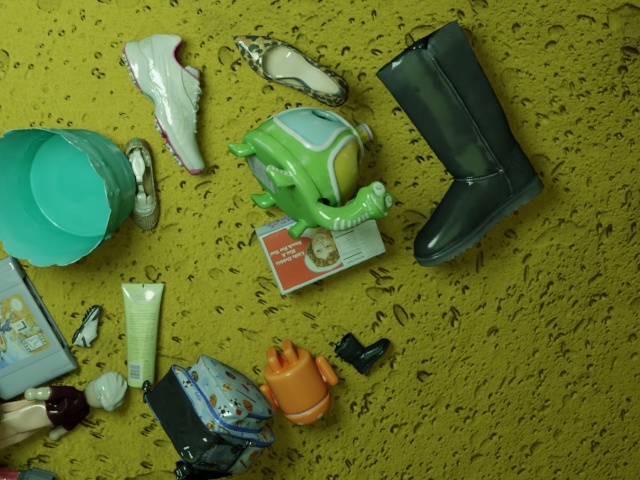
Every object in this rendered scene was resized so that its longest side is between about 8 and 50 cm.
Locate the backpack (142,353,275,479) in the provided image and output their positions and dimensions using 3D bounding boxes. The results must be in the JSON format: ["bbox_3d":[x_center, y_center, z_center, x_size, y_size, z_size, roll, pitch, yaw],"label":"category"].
[{"bbox_3d":[-0.232,0.401,1.459,0.213,0.276,0.263,-41,140,2],"label":"backpack"}]

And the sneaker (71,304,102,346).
[{"bbox_3d":[-0.524,0.195,1.469,0.044,0.040,0.109,27,100,-32],"label":"sneaker"}]

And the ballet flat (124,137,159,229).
[{"bbox_3d":[-0.395,-0.119,1.403,0.073,0.067,0.206,-9,105,-11],"label":"ballet flat"}]

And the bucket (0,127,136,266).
[{"bbox_3d":[-0.520,-0.097,1.294,0.281,0.183,0.281,2,104,6],"label":"bucket"}]

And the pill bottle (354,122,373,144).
[{"bbox_3d":[0.076,-0.232,1.481,0.083,0.043,0.043,-30,106,-3],"label":"pill bottle"}]

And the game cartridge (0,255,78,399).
[{"bbox_3d":[-0.699,0.201,1.426,0.198,0.062,0.297,-26,106,-8],"label":"game cartridge"}]

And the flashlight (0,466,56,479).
[{"bbox_3d":[-0.764,0.527,1.461,0.304,0.103,0.103,19,96,-13],"label":"flashlight"}]

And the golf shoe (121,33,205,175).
[{"bbox_3d":[-0.298,-0.290,1.363,0.140,0.115,0.306,-25,107,-8],"label":"golf shoe"}]

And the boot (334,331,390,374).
[{"bbox_3d":[0.101,0.266,1.601,0.099,0.045,0.121,43,92,-13],"label":"boot"}]

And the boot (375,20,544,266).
[{"bbox_3d":[0.265,-0.214,1.467,0.367,0.146,0.445,-37,110,-9],"label":"boot"}]

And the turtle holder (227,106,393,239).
[{"bbox_3d":[-0.015,-0.155,1.345,0.227,0.320,0.243,-38,120,-17],"label":"turtle holder"}]

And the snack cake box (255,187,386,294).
[{"bbox_3d":[0.000,0.000,1.496,0.265,0.089,0.152,-22,108,-5],"label":"snack cake box"}]

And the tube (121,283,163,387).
[{"bbox_3d":[-0.410,0.216,1.485,0.062,0.070,0.240,9,101,33],"label":"tube"}]

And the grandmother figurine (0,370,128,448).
[{"bbox_3d":[-0.607,0.380,1.451,0.343,0.207,0.104,-17,61,-14],"label":"grandmother figurine"}]

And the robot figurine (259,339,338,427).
[{"bbox_3d":[-0.052,0.348,1.544,0.158,0.128,0.219,-37,110,-37],"label":"robot figurine"}]

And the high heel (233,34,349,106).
[{"bbox_3d":[-0.060,-0.366,1.349,0.261,0.186,0.093,27,96,-16],"label":"high heel"}]
